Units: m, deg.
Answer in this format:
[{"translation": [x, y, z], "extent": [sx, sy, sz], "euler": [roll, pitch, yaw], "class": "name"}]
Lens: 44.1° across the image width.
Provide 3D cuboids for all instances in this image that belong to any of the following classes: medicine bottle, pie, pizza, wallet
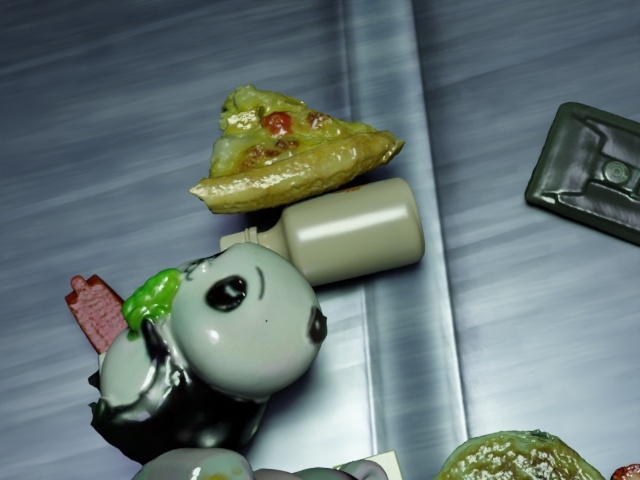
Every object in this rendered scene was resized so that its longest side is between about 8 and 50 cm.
[{"translation": [0.000, 0.000, 1.007], "extent": [0.252, 0.114, 0.114], "euler": [-14, 64, 0], "class": "medicine bottle"}, {"translation": [0.216, 0.316, 0.848], "extent": [0.241, 0.054, 0.240], "euler": [-6, 54, 9], "class": "pie"}, {"translation": [-0.075, -0.144, 1.057], "extent": [0.280, 0.075, 0.287], "euler": [-23, 42, -19], "class": "pizza"}, {"translation": [0.410, -0.082, 1.038], "extent": [0.245, 0.052, 0.168], "euler": [22, 72, 13], "class": "wallet"}]

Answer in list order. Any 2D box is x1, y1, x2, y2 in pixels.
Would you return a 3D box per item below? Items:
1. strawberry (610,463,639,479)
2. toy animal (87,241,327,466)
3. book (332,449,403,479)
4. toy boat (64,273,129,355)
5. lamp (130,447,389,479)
[{"translation": [0.370, 0.315, 0.854], "extent": [0.104, 0.048, 0.152], "euler": [-21, 48, 4], "class": "strawberry"}, {"translation": [-0.128, 0.122, 0.883], "extent": [0.213, 0.212, 0.266], "euler": [36, 95, 20], "class": "toy animal"}, {"translation": [0.064, 0.305, 0.909], "extent": [0.077, 0.014, 0.111], "euler": [-14, 65, -2], "class": "book"}, {"translation": [-0.262, 0.117, 1.012], "extent": [0.069, 0.059, 0.173], "euler": [-40, 74, -12], "class": "toy boat"}, {"translation": [-0.063, 0.324, 0.781], "extent": [0.247, 0.301, 0.247], "euler": [-23, 53, 44], "class": "lamp"}]
